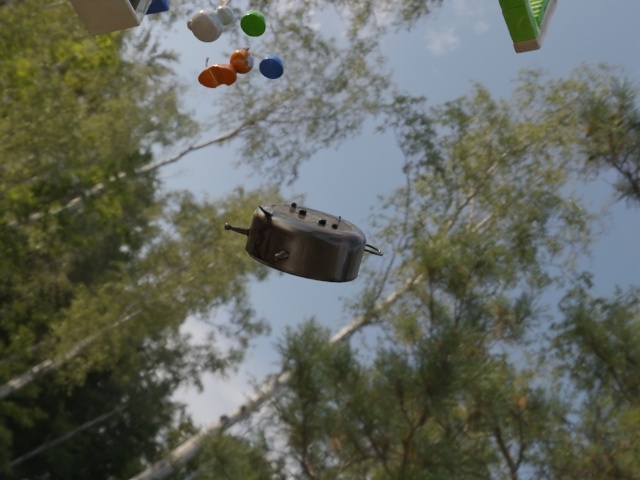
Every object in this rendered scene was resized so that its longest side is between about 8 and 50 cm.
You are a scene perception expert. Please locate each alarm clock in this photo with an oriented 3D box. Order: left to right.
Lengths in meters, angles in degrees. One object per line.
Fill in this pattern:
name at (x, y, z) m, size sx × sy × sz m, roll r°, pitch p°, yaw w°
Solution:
alarm clock at (0.000, 0.000, 0.804) m, size 0.129 × 0.192 × 0.064 m, roll 28°, pitch -76°, yaw 47°

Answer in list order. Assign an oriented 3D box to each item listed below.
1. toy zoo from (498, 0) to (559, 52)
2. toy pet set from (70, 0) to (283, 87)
toy zoo at (0.198, -0.374, 0.748) m, size 0.030 × 0.192 × 0.293 m, roll -1°, pitch -42°, yaw 38°
toy pet set at (-0.088, -0.157, 0.428) m, size 0.114 × 0.065 × 0.122 m, roll -5°, pitch -41°, yaw 18°
